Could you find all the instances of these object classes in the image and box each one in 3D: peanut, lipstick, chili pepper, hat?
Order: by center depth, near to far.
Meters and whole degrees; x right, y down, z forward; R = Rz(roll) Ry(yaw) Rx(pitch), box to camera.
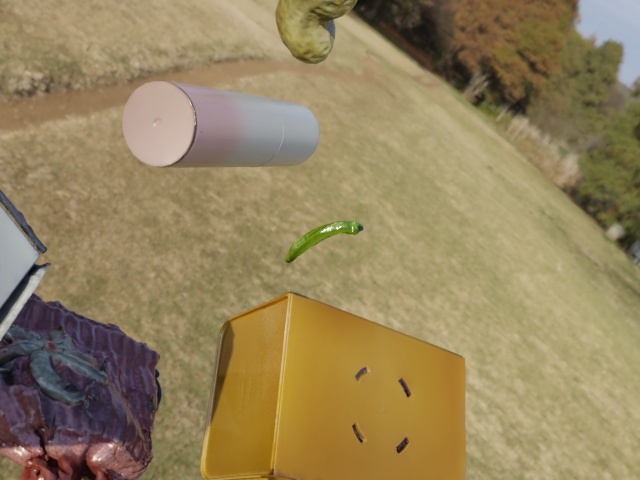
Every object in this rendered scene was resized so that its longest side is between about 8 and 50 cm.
[{"bbox_3d":[0.000,0.001,0.758,0.030,0.083,0.017,52,21,-49],"label":"chili pepper"},{"bbox_3d":[-0.237,0.154,0.780,0.236,0.107,0.286,29,25,-33],"label":"hat"},{"bbox_3d":[-0.099,-0.128,0.952,0.087,0.087,0.327,41,17,13],"label":"lipstick"},{"bbox_3d":[-0.005,-0.355,1.216,0.098,0.229,0.103,-14,67,-27],"label":"peanut"}]

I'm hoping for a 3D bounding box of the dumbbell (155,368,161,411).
[{"bbox_3d":[-0.286,0.228,1.113,0.099,0.208,0.099,36,32,-27],"label":"dumbbell"}]

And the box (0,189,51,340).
[{"bbox_3d":[-0.298,-0.046,0.360,0.333,0.173,0.145,61,35,-32],"label":"box"}]

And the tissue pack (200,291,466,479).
[{"bbox_3d":[0.023,0.197,0.929,0.274,0.145,0.195,25,61,-34],"label":"tissue pack"}]
